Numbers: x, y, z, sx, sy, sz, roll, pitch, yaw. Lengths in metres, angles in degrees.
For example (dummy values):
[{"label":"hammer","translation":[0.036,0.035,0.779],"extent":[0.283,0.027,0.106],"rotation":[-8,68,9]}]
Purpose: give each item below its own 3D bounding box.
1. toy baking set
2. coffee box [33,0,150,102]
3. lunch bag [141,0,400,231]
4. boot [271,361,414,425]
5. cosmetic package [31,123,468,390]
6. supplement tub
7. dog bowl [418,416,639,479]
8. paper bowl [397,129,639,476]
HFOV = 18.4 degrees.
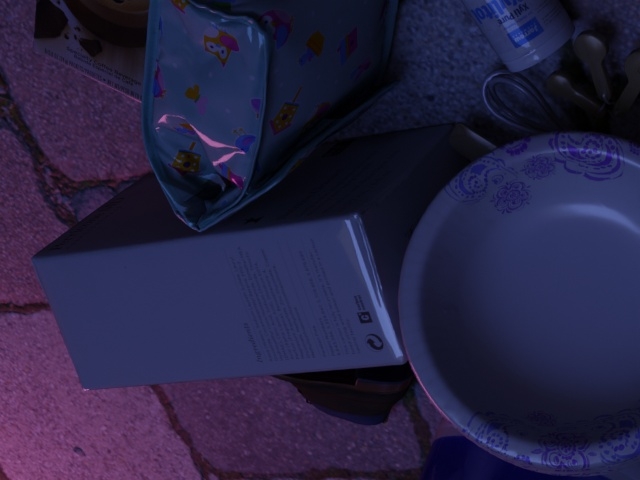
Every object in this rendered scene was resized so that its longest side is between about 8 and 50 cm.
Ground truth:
[{"label":"toy baking set","translation":[0.243,-0.088,1.734],"extent":[0.256,0.030,0.197],"rotation":[-24,109,43]},{"label":"coffee box","translation":[-0.156,-0.282,1.792],"extent":[0.168,0.119,0.297],"rotation":[26,134,16]},{"label":"lunch bag","translation":[-0.041,-0.151,1.742],"extent":[0.160,0.223,0.262],"rotation":[27,135,23]},{"label":"boot","translation":[-0.017,0.140,2.030],"extent":[0.219,0.082,0.106],"rotation":[12,141,0]},{"label":"cosmetic package","translation":[-0.054,0.020,1.875],"extent":[0.385,0.217,0.156],"rotation":[-7,112,33]},{"label":"supplement tub","translation":[0.160,-0.204,1.674],"extent":[0.071,0.071,0.107],"rotation":[-24,107,43]},{"label":"dog bowl","translation":[0.222,0.264,1.892],"extent":[0.265,0.104,0.265],"rotation":[21,163,7]},{"label":"paper bowl","translation":[0.215,0.058,1.679],"extent":[0.284,0.284,0.148],"rotation":[26,176,15]}]
